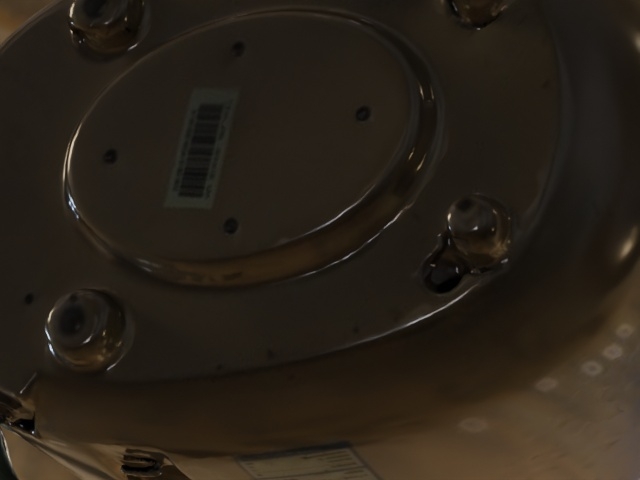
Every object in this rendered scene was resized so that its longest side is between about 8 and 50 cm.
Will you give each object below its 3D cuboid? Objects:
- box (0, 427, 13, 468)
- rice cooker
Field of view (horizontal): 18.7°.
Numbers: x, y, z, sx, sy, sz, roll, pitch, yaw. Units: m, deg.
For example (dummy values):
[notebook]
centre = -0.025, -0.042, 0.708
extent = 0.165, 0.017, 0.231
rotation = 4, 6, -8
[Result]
[box]
centre = -0.230, 0.112, 1.120
extent = 0.042, 0.212, 0.201
rotation = -23, 151, -26
[rice cooker]
centre = 0.000, 0.000, 0.455
extent = 0.206, 0.145, 0.127
rotation = -6, 156, 18
